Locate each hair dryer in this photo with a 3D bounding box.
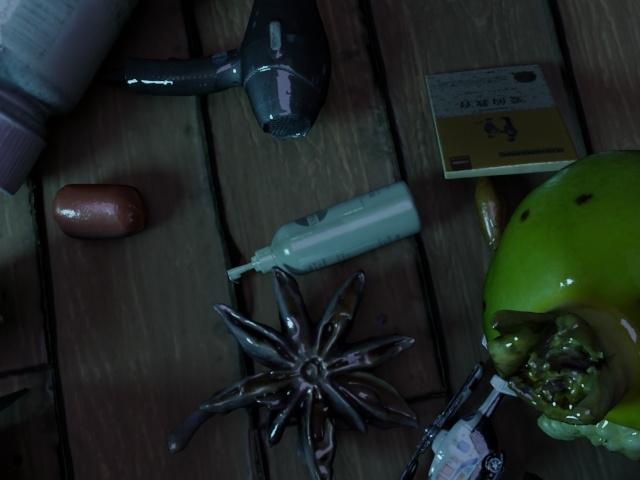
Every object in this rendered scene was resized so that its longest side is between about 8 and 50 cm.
[{"bbox_3d":[-0.125,-0.207,0.799,0.272,0.091,0.235,-5,70,7],"label":"hair dryer"}]

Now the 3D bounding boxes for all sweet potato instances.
[{"bbox_3d":[0.169,-0.027,0.760,0.034,0.034,0.095,-10,76,3],"label":"sweet potato"}]

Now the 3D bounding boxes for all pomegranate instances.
[{"bbox_3d":[0.240,0.057,0.598,0.261,0.341,0.260,7,101,37],"label":"pomegranate"}]

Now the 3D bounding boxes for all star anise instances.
[{"bbox_3d":[-0.023,0.128,0.718,0.232,0.089,0.209,-1,72,-1],"label":"star anise"}]

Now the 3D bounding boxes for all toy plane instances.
[{"bbox_3d":[0.140,0.181,0.715,0.078,0.053,0.197,31,87,18],"label":"toy plane"}]

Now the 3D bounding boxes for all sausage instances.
[{"bbox_3d":[-0.223,-0.028,0.778,0.094,0.059,0.054,0,85,2],"label":"sausage"}]

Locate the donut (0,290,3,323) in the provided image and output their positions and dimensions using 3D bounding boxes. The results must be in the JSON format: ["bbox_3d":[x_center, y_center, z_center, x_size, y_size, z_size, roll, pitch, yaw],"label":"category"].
[{"bbox_3d":[-0.391,0.112,0.700,0.085,0.199,0.233,46,49,-5],"label":"donut"}]

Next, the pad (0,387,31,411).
[{"bbox_3d":[-0.406,0.196,0.600,0.248,0.367,0.007,-17,93,0],"label":"pad"}]

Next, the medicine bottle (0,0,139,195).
[{"bbox_3d":[-0.303,-0.197,0.764,0.165,0.165,0.273,28,84,9],"label":"medicine bottle"}]

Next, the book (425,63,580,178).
[{"bbox_3d":[0.167,-0.117,0.737,0.118,0.012,0.172,-5,41,4],"label":"book"}]

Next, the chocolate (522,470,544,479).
[{"bbox_3d":[0.323,0.311,0.563,0.297,0.314,0.326,-17,45,-18],"label":"chocolate"}]

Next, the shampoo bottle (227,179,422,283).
[{"bbox_3d":[0.000,0.000,0.757,0.195,0.056,0.056,-21,78,0],"label":"shampoo bottle"}]
